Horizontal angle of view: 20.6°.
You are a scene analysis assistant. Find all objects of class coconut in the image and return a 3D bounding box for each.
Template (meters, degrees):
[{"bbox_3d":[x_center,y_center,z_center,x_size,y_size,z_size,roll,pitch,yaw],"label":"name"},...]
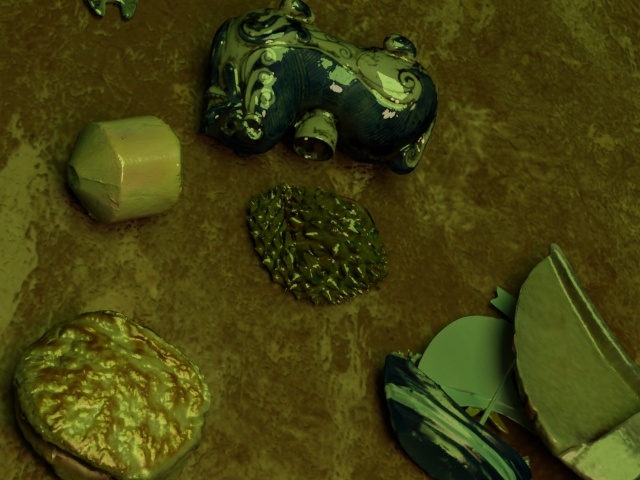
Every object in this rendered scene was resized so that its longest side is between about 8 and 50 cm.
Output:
[{"bbox_3d":[-0.221,-0.077,1.947,0.122,0.116,0.116,-6,67,-29],"label":"coconut"}]

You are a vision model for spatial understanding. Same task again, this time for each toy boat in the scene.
[{"bbox_3d":[0.191,0.157,2.070,0.220,0.067,0.291,39,50,-4],"label":"toy boat"},{"bbox_3d":[0.319,0.182,2.091,0.293,0.111,0.276,41,39,2],"label":"toy boat"}]

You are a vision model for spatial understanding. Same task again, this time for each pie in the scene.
[{"bbox_3d":[-0.220,0.170,1.825,0.205,0.084,0.179,34,52,-5],"label":"pie"}]

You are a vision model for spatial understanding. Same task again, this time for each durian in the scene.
[{"bbox_3d":[0.002,-0.002,2.024,0.187,0.108,0.119,40,52,-4],"label":"durian"}]

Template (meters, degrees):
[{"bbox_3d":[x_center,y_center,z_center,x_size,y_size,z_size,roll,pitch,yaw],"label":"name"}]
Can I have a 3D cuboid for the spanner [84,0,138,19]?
[{"bbox_3d":[-0.295,-0.396,2.140,0.071,0.017,0.302,-12,70,-33],"label":"spanner"}]

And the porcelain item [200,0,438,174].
[{"bbox_3d":[0.001,-0.168,2.103,0.288,0.138,0.186,21,67,-16],"label":"porcelain item"}]
